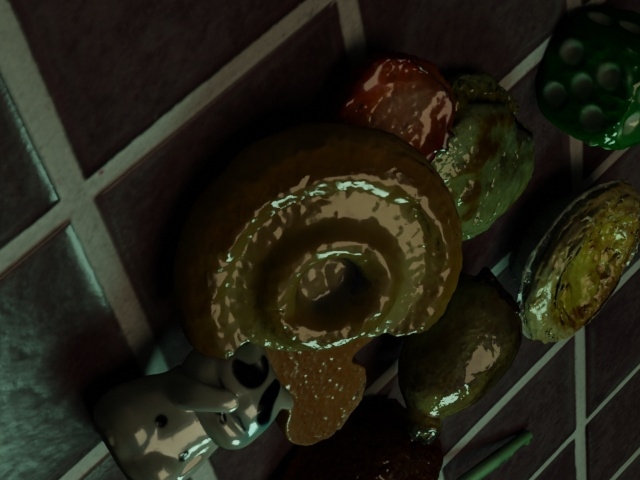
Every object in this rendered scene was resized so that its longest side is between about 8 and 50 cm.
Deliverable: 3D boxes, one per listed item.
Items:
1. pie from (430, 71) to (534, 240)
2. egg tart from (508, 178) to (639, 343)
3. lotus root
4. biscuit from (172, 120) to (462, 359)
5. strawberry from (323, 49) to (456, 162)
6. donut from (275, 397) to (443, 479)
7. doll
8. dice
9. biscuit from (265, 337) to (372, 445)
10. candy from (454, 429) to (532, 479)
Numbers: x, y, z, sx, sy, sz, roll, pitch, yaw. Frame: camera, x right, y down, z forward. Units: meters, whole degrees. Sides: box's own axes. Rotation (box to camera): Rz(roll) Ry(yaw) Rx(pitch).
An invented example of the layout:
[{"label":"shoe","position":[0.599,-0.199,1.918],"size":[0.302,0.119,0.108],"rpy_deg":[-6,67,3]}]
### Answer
[{"label":"pie","position":[0.150,-0.074,1.560],"size":[0.248,0.090,0.201],"rpy_deg":[8,111,-61]},{"label":"egg tart","position":[0.313,0.018,1.874],"size":[0.234,0.094,0.234],"rpy_deg":[-33,141,-32]},{"label":"lotus root","position":[0.153,0.131,1.726],"size":[0.214,0.138,0.138],"rpy_deg":[-58,151,-10]},{"label":"biscuit","position":[0.000,0.001,1.340],"size":[0.274,0.091,0.213],"rpy_deg":[-10,118,-13]},{"label":"strawberry","position":[0.040,-0.100,1.404],"size":[0.188,0.082,0.121],"rpy_deg":[-43,115,5]},{"label":"donut","position":[0.045,0.267,1.733],"size":[0.186,0.126,0.144],"rpy_deg":[3,111,-55]},{"label":"doll","position":[-0.119,0.157,1.375],"size":[0.180,0.107,0.110],"rpy_deg":[-25,107,-3]},{"label":"dice","position":[0.328,-0.181,1.668],"size":[0.128,0.120,0.131],"rpy_deg":[-17,135,-47]},{"label":"biscuit","position":[-0.019,0.104,1.540],"size":[0.205,0.049,0.324],"rpy_deg":[-39,143,-16]},{"label":"candy","position":[0.186,0.335,2.033],"size":[0.440,0.119,0.119],"rpy_deg":[-23,138,-52]}]
